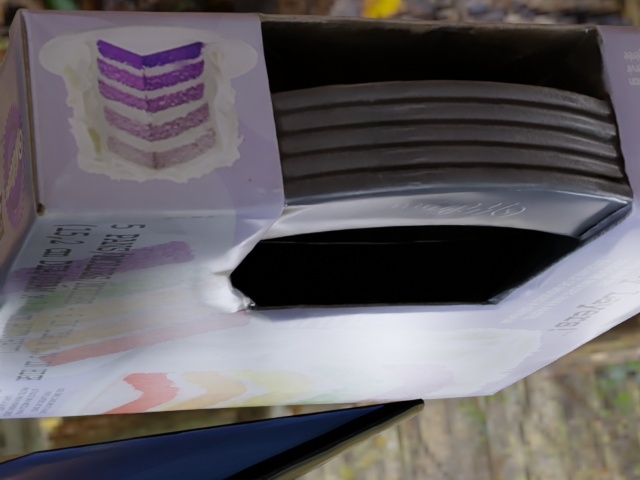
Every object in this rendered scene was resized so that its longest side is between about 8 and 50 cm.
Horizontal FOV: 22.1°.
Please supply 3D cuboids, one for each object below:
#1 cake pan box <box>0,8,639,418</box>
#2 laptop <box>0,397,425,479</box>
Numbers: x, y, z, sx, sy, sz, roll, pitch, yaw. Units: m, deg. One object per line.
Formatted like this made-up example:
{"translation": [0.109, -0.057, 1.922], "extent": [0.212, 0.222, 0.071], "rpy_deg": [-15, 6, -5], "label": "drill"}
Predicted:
{"translation": [0.000, 0.000, 0.565], "extent": [0.245, 0.070, 0.267], "rpy_deg": [-2, 163, -21], "label": "cake pan box"}
{"translation": [-0.130, 0.008, 0.454], "extent": [0.136, 0.264, 0.234], "rpy_deg": [-46, 169, 10], "label": "laptop"}
